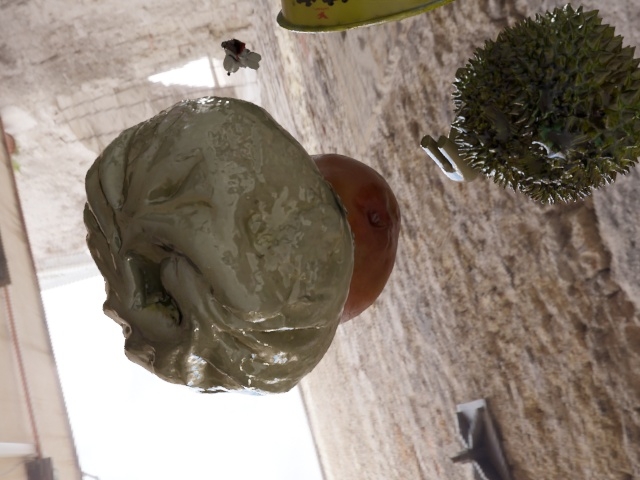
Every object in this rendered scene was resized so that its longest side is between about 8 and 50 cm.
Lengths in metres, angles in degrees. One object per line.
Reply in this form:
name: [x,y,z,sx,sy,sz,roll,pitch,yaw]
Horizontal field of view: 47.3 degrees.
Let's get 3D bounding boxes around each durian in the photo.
durian: [0.325,-0.188,1.006,0.225,0.291,0.291,-24,-104,-31]

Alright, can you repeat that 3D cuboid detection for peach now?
peach: [0.000,0.000,1.391,0.302,0.343,0.342,-12,-108,33]

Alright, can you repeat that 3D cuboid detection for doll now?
doll: [-0.126,-0.291,1.145,0.040,0.085,0.058,8,-95,-36]

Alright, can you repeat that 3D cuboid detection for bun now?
bun: [-0.133,0.025,0.847,0.359,0.359,0.211,49,-136,10]

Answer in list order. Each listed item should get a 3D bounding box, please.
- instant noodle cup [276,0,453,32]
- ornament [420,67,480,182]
instant noodle cup: [0.062,-0.470,1.036,0.326,0.325,0.254,-20,-60,-9]
ornament: [0.283,-0.218,1.370,0.061,0.245,0.230,6,-107,35]
